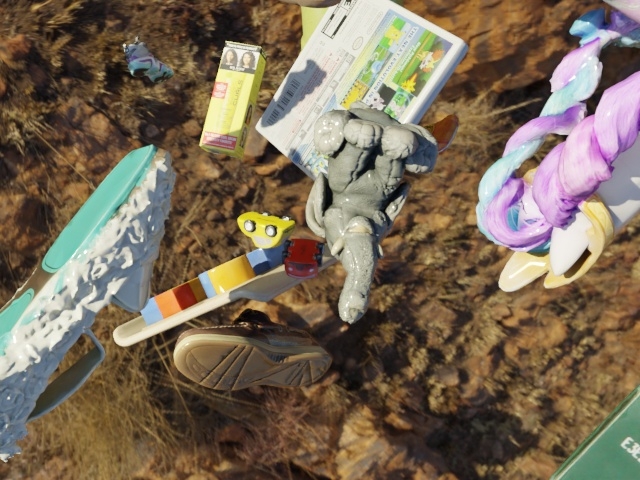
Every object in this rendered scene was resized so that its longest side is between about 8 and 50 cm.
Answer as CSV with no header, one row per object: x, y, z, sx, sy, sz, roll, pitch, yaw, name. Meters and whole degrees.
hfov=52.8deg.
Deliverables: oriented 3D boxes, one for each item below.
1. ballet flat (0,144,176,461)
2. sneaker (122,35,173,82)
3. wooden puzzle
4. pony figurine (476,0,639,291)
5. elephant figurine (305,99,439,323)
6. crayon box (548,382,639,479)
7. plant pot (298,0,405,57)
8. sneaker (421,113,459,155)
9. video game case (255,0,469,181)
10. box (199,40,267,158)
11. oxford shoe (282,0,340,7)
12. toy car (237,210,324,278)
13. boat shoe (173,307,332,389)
-0.287,0.075,0.752,0.147,0.147,0.409,45,76,-31,ballet flat
-0.277,-0.294,1.031,0.038,0.098,0.069,-26,84,19,sneaker
-0.173,0.078,1.207,0.322,0.348,0.080,-25,95,-60,wooden puzzle
0.220,-0.118,0.299,0.363,0.303,0.351,-40,157,4,pony figurine
0.046,-0.046,0.855,0.186,0.169,0.239,-20,127,-53,elephant figurine
0.256,0.201,0.415,0.083,0.203,0.323,-47,154,2,crayon box
0.063,-0.513,1.354,0.276,0.276,0.254,-28,131,-17,plant pot
0.203,-0.195,1.276,0.067,0.175,0.064,24,52,-27,sneaker
0.056,-0.263,1.140,0.036,0.300,0.329,17,112,-51,video game case
-0.184,-0.297,1.367,0.087,0.058,0.232,14,87,11,box
-0.064,-0.230,0.411,0.212,0.076,0.076,42,45,5,oxford shoe
0.000,0.000,1.078,0.225,0.239,0.053,-10,115,-27,toy car
-0.130,0.194,1.203,0.342,0.123,0.123,12,124,-41,boat shoe
